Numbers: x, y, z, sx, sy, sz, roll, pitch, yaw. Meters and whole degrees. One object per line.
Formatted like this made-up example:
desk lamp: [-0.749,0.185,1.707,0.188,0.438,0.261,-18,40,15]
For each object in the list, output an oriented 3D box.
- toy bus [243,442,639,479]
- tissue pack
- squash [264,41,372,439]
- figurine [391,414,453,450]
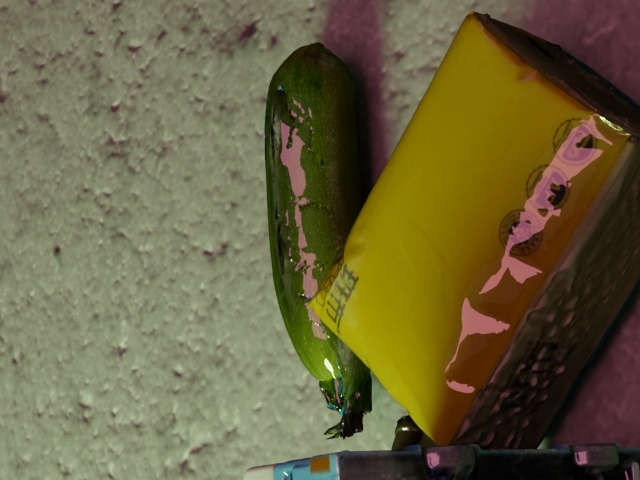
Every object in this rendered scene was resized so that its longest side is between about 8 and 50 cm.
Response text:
toy bus: [0.098,0.188,1.182,0.131,0.297,0.106,-16,74,48]
tissue pack: [0.128,-0.003,1.284,0.192,0.134,0.271,44,114,39]
squash: [0.001,0.000,1.442,0.087,0.087,0.331,-18,73,41]
figurine: [0.084,0.227,1.337,0.114,0.108,0.196,-16,56,31]
